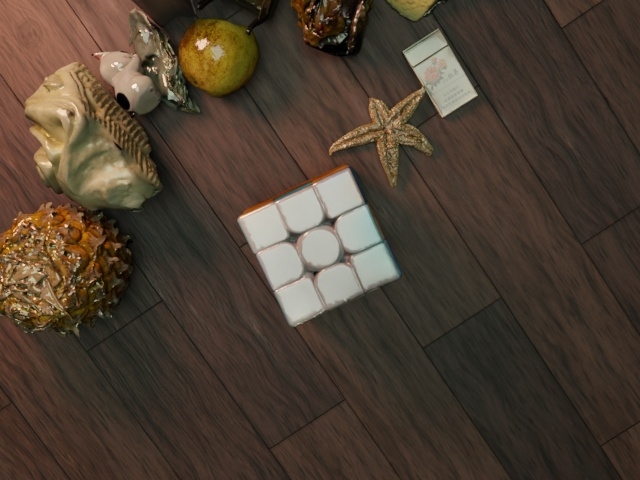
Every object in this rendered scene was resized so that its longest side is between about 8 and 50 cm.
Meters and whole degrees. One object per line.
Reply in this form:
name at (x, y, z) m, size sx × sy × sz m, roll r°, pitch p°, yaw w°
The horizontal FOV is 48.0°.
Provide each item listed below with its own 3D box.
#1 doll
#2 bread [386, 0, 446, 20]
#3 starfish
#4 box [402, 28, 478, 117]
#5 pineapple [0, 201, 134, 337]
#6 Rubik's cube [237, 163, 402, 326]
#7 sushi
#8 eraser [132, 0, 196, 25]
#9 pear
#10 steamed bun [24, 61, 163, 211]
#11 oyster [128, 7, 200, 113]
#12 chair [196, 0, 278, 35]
doll at (-0.470, -0.393, 1.772) m, size 0.107 × 0.110 × 0.180 m, roll -33°, pitch 72°, yaw -2°
bread at (0.254, -0.778, 1.795) m, size 0.346 × 0.242 × 0.405 m, roll 39°, pitch 62°, yaw 0°
starfish at (0.172, -0.258, 1.843) m, size 0.295 × 0.048 × 0.231 m, roll -30°, pitch 96°, yaw 5°
box at (0.304, -0.423, 1.833) m, size 0.109 × 0.029 × 0.198 m, roll -32°, pitch 96°, yaw 3°
pineapple at (-0.642, 0.077, 1.765) m, size 0.352 × 0.300 × 0.352 m, roll 1°, pitch 98°, yaw 6°
Rubik's cube at (0.000, 0.000, 1.750) m, size 0.291 × 0.291 × 0.290 m, roll -24°, pitch 97°, yaw 4°
sushi at (0.023, -0.565, 1.733) m, size 0.204 × 0.200 × 0.213 m, roll 16°, pitch 97°, yaw 2°
eraser at (-0.397, -0.663, 1.640) m, size 0.122 × 0.359 × 0.272 m, roll -14°, pitch 97°, yaw 1°
pear at (-0.249, -0.442, 1.753) m, size 0.197 × 0.197 × 0.197 m, roll 0°, pitch 97°, yaw 0°
steamed bun at (-0.564, -0.211, 1.705) m, size 0.237 × 0.346 × 0.394 m, roll -35°, pitch 77°, yaw 9°
oyster at (-0.396, -0.444, 1.784) m, size 0.252 × 0.087 × 0.199 m, roll 40°, pitch 139°, yaw 11°
chair at (-0.155, -0.646, 1.729) m, size 0.160 × 0.319 × 0.186 m, roll 26°, pitch 128°, yaw 0°
